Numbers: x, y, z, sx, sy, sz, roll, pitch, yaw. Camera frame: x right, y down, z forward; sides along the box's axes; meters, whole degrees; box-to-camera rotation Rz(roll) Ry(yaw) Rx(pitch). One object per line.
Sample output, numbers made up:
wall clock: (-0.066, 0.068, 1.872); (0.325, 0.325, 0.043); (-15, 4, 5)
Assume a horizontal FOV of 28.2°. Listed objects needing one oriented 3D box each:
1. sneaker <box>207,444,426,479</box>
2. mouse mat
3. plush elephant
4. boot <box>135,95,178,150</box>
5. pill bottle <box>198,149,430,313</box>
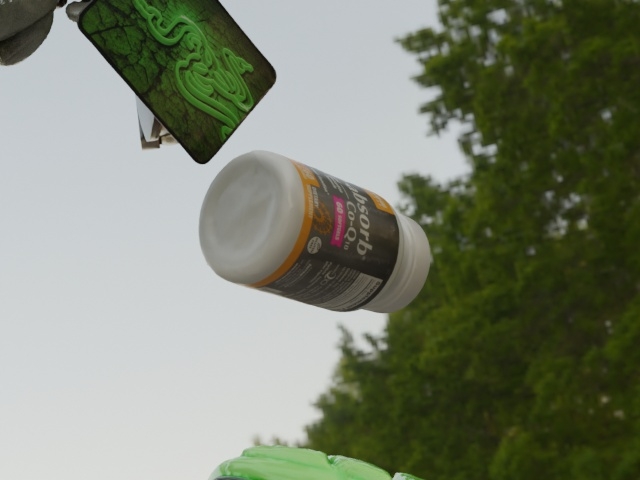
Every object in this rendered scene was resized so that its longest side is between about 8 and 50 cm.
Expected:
sneaker: (0.095, 0.272, 0.584); (0.202, 0.483, 0.185); (-46, -28, -9)
mouse mat: (-0.135, -0.186, 1.246); (0.007, 0.152, 0.189); (-14, -57, 49)
plush elephant: (-0.400, -0.390, 1.804); (0.255, 0.271, 0.330); (-21, 23, -28)
boot: (-0.163, -0.170, 1.505); (0.115, 0.112, 0.305); (-5, -2, -6)
pill bottle: (0.000, 0.000, 1.551); (0.162, 0.162, 0.278); (-27, -29, 34)
